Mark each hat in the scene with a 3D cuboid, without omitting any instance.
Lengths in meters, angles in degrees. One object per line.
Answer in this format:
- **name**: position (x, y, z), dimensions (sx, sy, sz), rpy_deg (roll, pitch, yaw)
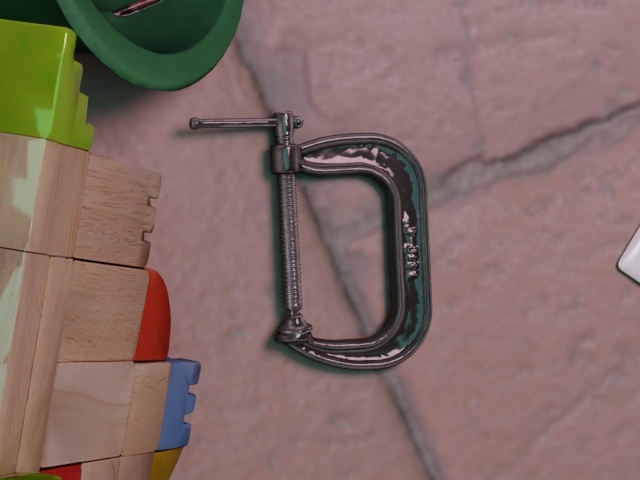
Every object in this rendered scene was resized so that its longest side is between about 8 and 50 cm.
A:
- **hat**: position (-0.170, -0.141, 0.958), dimensions (0.173, 0.184, 0.208), rpy_deg (64, 35, -18)

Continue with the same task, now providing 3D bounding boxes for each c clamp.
- **c clamp**: position (0.000, 0.000, 1.005), dimensions (0.137, 0.022, 0.160), rpy_deg (-9, 92, -18)

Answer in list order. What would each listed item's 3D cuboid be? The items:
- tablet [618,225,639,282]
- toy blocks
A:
- **tablet**: position (0.224, -0.005, 1.061), dimensions (0.054, 0.006, 0.083), rpy_deg (34, 84, -11)
- **toy blocks**: position (-0.148, 0.099, 0.852), dimensions (0.191, 0.261, 0.381), rpy_deg (8, 89, 15)
